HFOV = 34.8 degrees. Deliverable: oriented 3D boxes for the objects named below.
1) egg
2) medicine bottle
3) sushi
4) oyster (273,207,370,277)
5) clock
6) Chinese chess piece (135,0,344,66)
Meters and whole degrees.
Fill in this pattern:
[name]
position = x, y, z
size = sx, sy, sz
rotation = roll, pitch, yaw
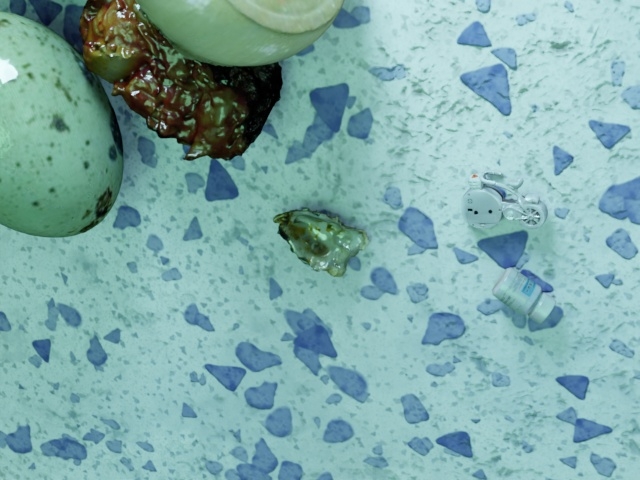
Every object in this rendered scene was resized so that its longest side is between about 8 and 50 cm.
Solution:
[egg]
position = -0.464, -0.177, 1.595
size = 0.287, 0.288, 0.379
rotation = -32, 111, 30
[medicine bottle]
position = 0.309, 0.084, 1.552
size = 0.089, 0.052, 0.052
rotation = 34, 121, 3
[sushi]
position = -0.215, -0.276, 1.512
size = 0.343, 0.182, 0.196
rotation = 39, 120, -3
[oyster]
position = -0.004, -0.009, 1.630
size = 0.148, 0.051, 0.103
rotation = 33, 110, -6
[clock]
position = 0.270, -0.056, 1.509
size = 0.129, 0.041, 0.087
rotation = 9, 120, 23
[Chinese chess piece]
position = -0.112, -0.393, 1.327
size = 0.140, 0.338, 0.338
rotation = -14, 109, 42
